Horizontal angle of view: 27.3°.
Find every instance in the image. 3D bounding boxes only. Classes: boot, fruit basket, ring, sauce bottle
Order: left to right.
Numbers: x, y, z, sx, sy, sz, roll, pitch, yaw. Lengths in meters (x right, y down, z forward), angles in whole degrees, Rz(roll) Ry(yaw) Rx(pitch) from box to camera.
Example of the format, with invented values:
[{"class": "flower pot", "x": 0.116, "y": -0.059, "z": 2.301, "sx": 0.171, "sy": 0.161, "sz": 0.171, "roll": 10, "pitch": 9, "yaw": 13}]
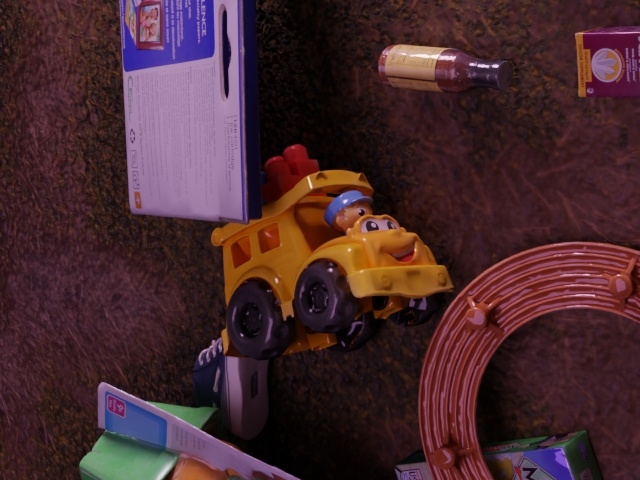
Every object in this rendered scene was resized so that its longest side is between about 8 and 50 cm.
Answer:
[{"class": "boot", "x": -0.104, "y": 0.129, "z": 1.461, "sx": 0.086, "sy": 0.069, "sz": 0.190, "roll": 24, "pitch": 122, "yaw": 31}, {"class": "fruit basket", "x": -0.096, "y": 0.336, "z": 1.442, "sx": 0.353, "sy": 0.165, "sz": 0.327, "roll": 27, "pitch": 139, "yaw": 23}, {"class": "sauce bottle", "x": 0.112, "y": -0.152, "z": 1.182, "sx": 0.128, "sy": 0.042, "sz": 0.042, "roll": 13, "pitch": 114, "yaw": 38}, {"class": "ring", "x": 0.231, "y": 0.168, "z": 1.148, "sx": 0.336, "sy": 0.032, "sz": 0.336, "roll": 5, "pitch": 100, "yaw": 30}]

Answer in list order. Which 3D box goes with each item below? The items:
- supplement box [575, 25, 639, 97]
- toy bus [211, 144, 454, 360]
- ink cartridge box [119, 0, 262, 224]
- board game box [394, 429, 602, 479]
[{"class": "supplement box", "x": 0.251, "y": -0.143, "z": 1.056, "sx": 0.083, "sy": 0.043, "sz": 0.055, "roll": 5, "pitch": 107, "yaw": 41}, {"class": "toy bus", "x": 0.000, "y": 0.000, "z": 1.287, "sx": 0.220, "sy": 0.149, "sz": 0.211, "roll": -24, "pitch": 72, "yaw": 44}, {"class": "ink cartridge box", "x": -0.113, "y": -0.170, "z": 1.269, "sx": 0.307, "sy": 0.072, "sz": 0.303, "roll": 6, "pitch": 98, "yaw": 60}, {"class": "board game box", "x": 0.210, "y": 0.348, "z": 1.275, "sx": 0.213, "sy": 0.046, "sz": 0.317, "roll": -17, "pitch": 93, "yaw": 45}]
